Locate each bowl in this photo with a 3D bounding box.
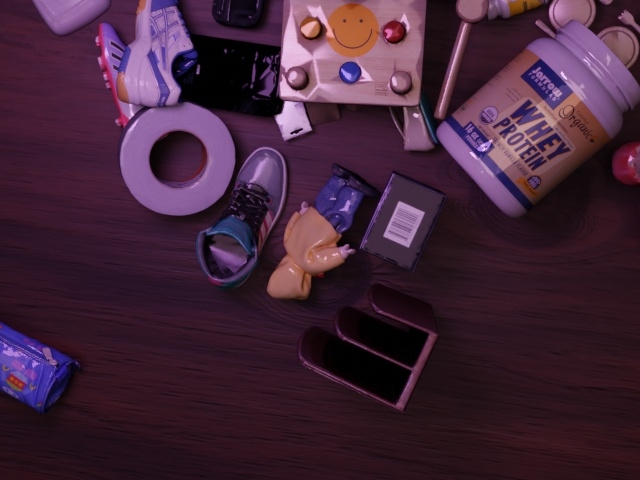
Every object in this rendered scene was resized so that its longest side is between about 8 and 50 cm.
[{"bbox_3d":[-0.496,-0.485,1.801,0.142,0.053,0.142,-30,94,5],"label":"bowl"}]

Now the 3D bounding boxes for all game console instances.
[{"bbox_3d":[-0.148,-0.427,1.775,0.213,0.044,0.361,12,95,13],"label":"game console"}]

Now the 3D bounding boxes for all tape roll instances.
[{"bbox_3d":[-0.275,-0.160,1.773,0.219,0.072,0.219,-4,105,-15],"label":"tape roll"}]

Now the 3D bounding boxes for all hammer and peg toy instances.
[{"bbox_3d":[0.111,-0.357,1.626,0.361,0.127,0.266,4,93,5],"label":"hammer and peg toy"}]

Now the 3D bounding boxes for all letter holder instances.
[{"bbox_3d":[0.084,0.167,1.701,0.214,0.302,0.152,24,97,2],"label":"letter holder"}]

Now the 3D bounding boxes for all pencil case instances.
[{"bbox_3d":[-0.638,0.222,1.846,0.306,0.119,0.133,31,126,0],"label":"pencil case"}]

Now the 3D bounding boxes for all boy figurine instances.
[{"bbox_3d":[0.000,0.000,1.774,0.177,0.092,0.285,37,100,43],"label":"boy figurine"}]

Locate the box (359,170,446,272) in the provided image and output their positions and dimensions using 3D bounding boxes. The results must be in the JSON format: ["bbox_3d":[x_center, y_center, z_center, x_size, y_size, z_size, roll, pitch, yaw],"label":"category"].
[{"bbox_3d":[0.152,-0.040,1.723,0.108,0.207,0.153,24,96,1],"label":"box"}]

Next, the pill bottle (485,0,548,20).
[{"bbox_3d":[0.363,-0.456,1.737,0.116,0.065,0.065,-19,94,6],"label":"pill bottle"}]

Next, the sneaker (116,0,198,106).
[{"bbox_3d":[-0.288,-0.374,1.740,0.131,0.112,0.296,11,68,-4],"label":"sneaker"}]

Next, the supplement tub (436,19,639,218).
[{"bbox_3d":[0.394,-0.218,1.670,0.316,0.228,0.228,-42,92,11],"label":"supplement tub"}]

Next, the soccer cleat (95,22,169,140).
[{"bbox_3d":[-0.370,-0.304,1.803,0.095,0.083,0.248,-15,95,-10],"label":"soccer cleat"}]

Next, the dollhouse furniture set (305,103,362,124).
[{"bbox_3d":[0.033,-0.332,1.792,0.144,0.123,0.151,-12,60,5],"label":"dollhouse furniture set"}]

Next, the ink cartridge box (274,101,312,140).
[{"bbox_3d":[-0.062,-0.258,1.805,0.063,0.029,0.115,-20,95,6],"label":"ink cartridge box"}]

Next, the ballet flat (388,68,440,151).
[{"bbox_3d":[0.162,-0.287,1.766,0.086,0.086,0.248,-13,96,5],"label":"ballet flat"}]

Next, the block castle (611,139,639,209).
[{"bbox_3d":[0.761,-0.043,1.686,0.303,0.213,0.453,-35,99,-5],"label":"block castle"}]

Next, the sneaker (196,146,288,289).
[{"bbox_3d":[-0.151,-0.038,1.758,0.124,0.178,0.295,20,97,2],"label":"sneaker"}]

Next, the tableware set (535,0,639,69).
[{"bbox_3d":[0.516,-0.396,1.748,0.194,0.039,0.128,45,109,4],"label":"tableware set"}]

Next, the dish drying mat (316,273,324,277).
[{"bbox_3d":[-0.034,0.056,1.845,0.083,0.008,0.032,4,95,4],"label":"dish drying mat"}]
